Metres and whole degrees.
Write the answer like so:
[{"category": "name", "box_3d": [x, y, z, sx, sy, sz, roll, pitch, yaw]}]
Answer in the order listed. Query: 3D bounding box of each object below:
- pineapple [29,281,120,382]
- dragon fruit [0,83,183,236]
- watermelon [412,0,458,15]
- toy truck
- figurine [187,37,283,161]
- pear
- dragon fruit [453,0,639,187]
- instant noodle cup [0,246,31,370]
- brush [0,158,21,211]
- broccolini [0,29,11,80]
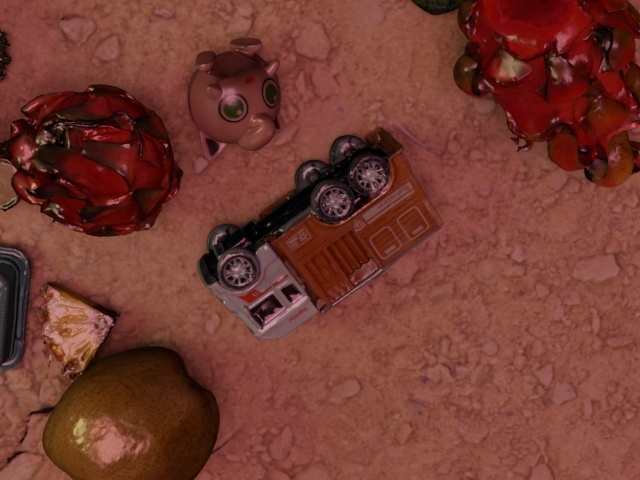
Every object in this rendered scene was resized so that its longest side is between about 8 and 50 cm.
[{"category": "pineapple", "box_3d": [-0.320, 0.114, 1.553, 0.116, 0.069, 0.137, -19, 100, 0]}, {"category": "dragon fruit", "box_3d": [-0.278, -0.098, 1.428, 0.193, 0.274, 0.192, -45, 72, -2]}, {"category": "watermelon", "box_3d": [0.150, -0.340, 1.501, 0.084, 0.092, 0.072, 25, 59, -17]}, {"category": "toy truck", "box_3d": [0.000, 0.000, 1.524, 0.305, 0.136, 0.162, -36, 111, 0]}, {"category": "figurine", "box_3d": [-0.106, -0.180, 1.485, 0.125, 0.125, 0.138, -12, 115, -2]}, {"category": "pear", "box_3d": [-0.236, 0.238, 1.512, 0.188, 0.228, 0.211, 33, 71, 25]}, {"category": "dragon fruit", "box_3d": [0.297, -0.209, 1.462, 0.227, 0.243, 0.307, -16, 86, 34]}, {"category": "instant noodle cup", "box_3d": [-0.465, 0.092, 1.530, 0.157, 0.070, 0.179, 7, 106, -7]}, {"category": "brush", "box_3d": [-0.533, -0.096, 1.507, 0.327, 0.065, 0.070, 7, 108, 4]}, {"category": "broccolini", "box_3d": [-0.459, -0.315, 1.468, 0.071, 0.057, 0.254, -34, 110, -41]}]
